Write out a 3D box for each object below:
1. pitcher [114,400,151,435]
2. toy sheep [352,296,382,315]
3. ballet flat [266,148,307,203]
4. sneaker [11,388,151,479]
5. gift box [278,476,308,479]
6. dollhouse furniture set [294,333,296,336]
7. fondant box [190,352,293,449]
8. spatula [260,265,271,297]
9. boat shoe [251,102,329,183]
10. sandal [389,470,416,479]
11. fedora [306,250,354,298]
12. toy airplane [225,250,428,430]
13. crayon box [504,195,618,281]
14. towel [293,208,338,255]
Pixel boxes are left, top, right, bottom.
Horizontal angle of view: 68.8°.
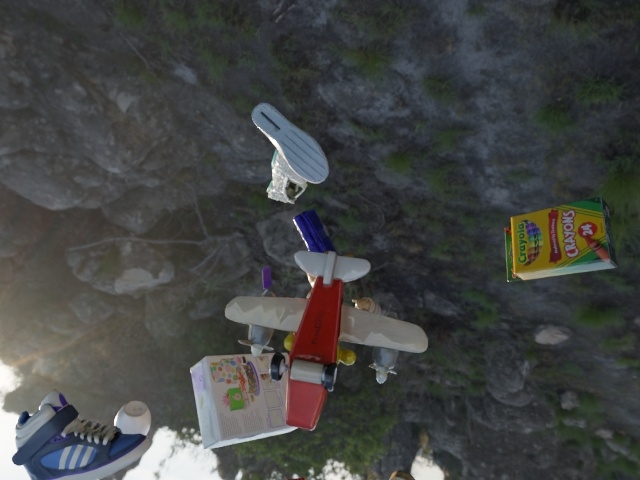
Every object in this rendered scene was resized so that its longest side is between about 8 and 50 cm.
[{"bbox_3d":[-0.714,0.693,1.759,0.125,0.207,0.178,3,-154,-33],"label":"pitcher"},{"bbox_3d":[0.144,0.217,1.423,0.091,0.091,0.132,2,150,36],"label":"toy sheep"},{"bbox_3d":[-0.097,-0.238,1.640,0.146,0.147,0.409,19,162,-5],"label":"ballet flat"},{"bbox_3d":[-0.638,0.500,1.232,0.322,0.237,0.130,-16,-178,-2],"label":"sneaker"},{"bbox_3d":[-0.122,1.065,1.691,0.255,0.276,0.258,-21,110,33],"label":"gift box"},{"bbox_3d":[-0.072,0.539,1.997,0.201,0.374,0.152,-4,128,26],"label":"dollhouse furniture set"},{"bbox_3d":[-0.217,0.479,1.435,0.096,0.239,0.330,-37,148,32],"label":"fondant box"},{"bbox_3d":[-0.252,0.257,2.030,0.030,0.297,0.084,16,-169,15],"label":"spatula"},{"bbox_3d":[-0.081,-0.293,1.400,0.302,0.109,0.094,49,-171,6],"label":"boat shoe"},{"bbox_3d":[0.150,0.564,0.879,0.088,0.240,0.079,-1,-169,29],"label":"sandal"},{"bbox_3d":[0.012,0.090,1.393,0.079,0.194,0.194,47,167,17],"label":"fedora"},{"bbox_3d":[0.005,0.217,1.148,0.386,0.384,0.273,49,160,32],"label":"toy airplane"},{"bbox_3d":[0.712,0.006,1.438,0.318,0.203,0.081,-17,149,43],"label":"crayon box"},{"bbox_3d":[0.000,0.000,2.166,0.076,0.309,0.227,-27,-177,21],"label":"towel"}]
